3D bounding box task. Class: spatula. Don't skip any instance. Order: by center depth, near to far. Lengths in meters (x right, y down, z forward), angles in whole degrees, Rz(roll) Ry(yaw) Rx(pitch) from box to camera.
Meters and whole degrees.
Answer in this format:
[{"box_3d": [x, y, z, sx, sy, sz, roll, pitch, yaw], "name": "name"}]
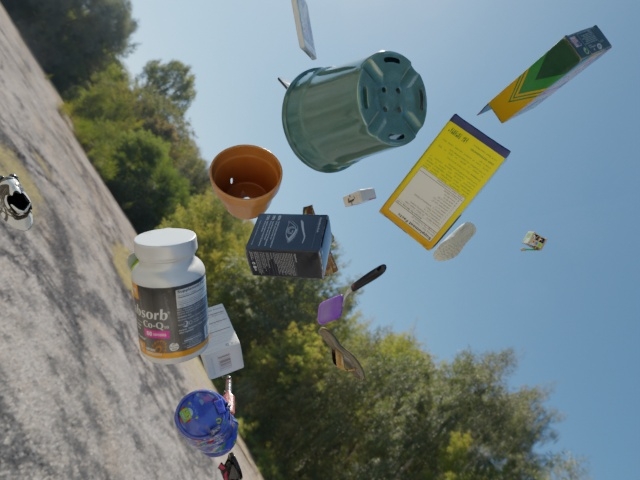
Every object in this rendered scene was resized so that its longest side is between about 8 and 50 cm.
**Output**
[{"box_3d": [0.081, 0.143, 1.196, 0.030, 0.084, 0.296, 26, -45, -19], "name": "spatula"}]

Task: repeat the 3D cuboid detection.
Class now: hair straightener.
[{"box_3d": [-0.330, 0.561, 1.552, 0.230, 0.047, 0.089, -128, -136, -63], "name": "hair straightener"}]

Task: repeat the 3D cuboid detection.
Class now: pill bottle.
[{"box_3d": [-0.341, 0.123, 1.009, 0.162, 0.162, 0.279, 30, -55, 57], "name": "pill bottle"}]

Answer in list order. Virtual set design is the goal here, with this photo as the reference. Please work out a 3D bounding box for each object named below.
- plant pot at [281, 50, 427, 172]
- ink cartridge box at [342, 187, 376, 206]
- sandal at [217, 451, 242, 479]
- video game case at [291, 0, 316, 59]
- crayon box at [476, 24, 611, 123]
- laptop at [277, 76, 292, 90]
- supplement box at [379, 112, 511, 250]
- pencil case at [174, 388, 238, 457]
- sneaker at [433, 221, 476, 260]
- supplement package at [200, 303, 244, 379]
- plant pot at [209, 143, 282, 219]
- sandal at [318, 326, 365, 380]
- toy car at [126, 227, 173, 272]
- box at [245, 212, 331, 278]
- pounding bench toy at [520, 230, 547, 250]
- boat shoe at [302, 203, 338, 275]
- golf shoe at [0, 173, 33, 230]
[{"box_3d": [0.109, -0.383, 1.313, 0.334, 0.341, 0.341, 6, -54, 58], "name": "plant pot"}, {"box_3d": [0.190, -0.209, 2.163, 0.135, 0.099, 0.056, -17, -93, 54], "name": "ink cartridge box"}, {"box_3d": [-0.235, 0.586, 1.113, 0.067, 0.040, 0.179, 58, -38, 26], "name": "sandal"}, {"box_3d": [-0.057, -0.739, 1.510, 0.183, 0.023, 0.202, -39, 119, -75], "name": "video game case"}, {"box_3d": [0.629, -0.452, 1.269, 0.081, 0.202, 0.318, 57, -32, 6], "name": "crayon box"}, {"box_3d": [0.106, -0.620, 1.790, 0.236, 0.407, 0.382, -61, -137, 28], "name": "laptop"}, {"box_3d": [0.375, -0.167, 1.349, 0.194, 0.357, 0.195, 41, 13, 14], "name": "supplement box"}, {"box_3d": [-0.286, 0.482, 1.160, 0.306, 0.133, 0.119, 96, -23, -56], "name": "pencil case"}, {"box_3d": [0.609, 0.010, 2.029, 0.090, 0.235, 0.095, 50, -1, -3], "name": "sneaker"}, {"box_3d": [-0.302, 0.288, 1.279, 0.179, 0.105, 0.105, -131, -149, -49], "name": "supplement package"}, {"box_3d": [-0.306, -0.225, 1.842, 0.291, 0.290, 0.203, 51, -25, 21], "name": "plant pot"}, {"box_3d": [0.050, 0.316, 1.210, 0.180, 0.049, 0.072, 48, -25, 8], "name": "sandal"}, {"box_3d": [-0.506, 0.058, 1.398, 0.159, 0.182, 0.136, -24, -70, 41], "name": "toy car"}, {"box_3d": [-0.082, 0.013, 1.219, 0.153, 0.207, 0.108, -75, 164, -45], "name": "box"}, {"box_3d": [0.811, 0.017, 1.687, 0.065, 0.083, 0.052, 29, 2, -2], "name": "pounding bench toy"}, {"box_3d": [0.000, 0.000, 1.920, 0.122, 0.119, 0.324, -123, -161, -80], "name": "boat shoe"}, {"box_3d": [-0.856, -0.088, 1.248, 0.094, 0.077, 0.198, 41, -39, 26], "name": "golf shoe"}]
